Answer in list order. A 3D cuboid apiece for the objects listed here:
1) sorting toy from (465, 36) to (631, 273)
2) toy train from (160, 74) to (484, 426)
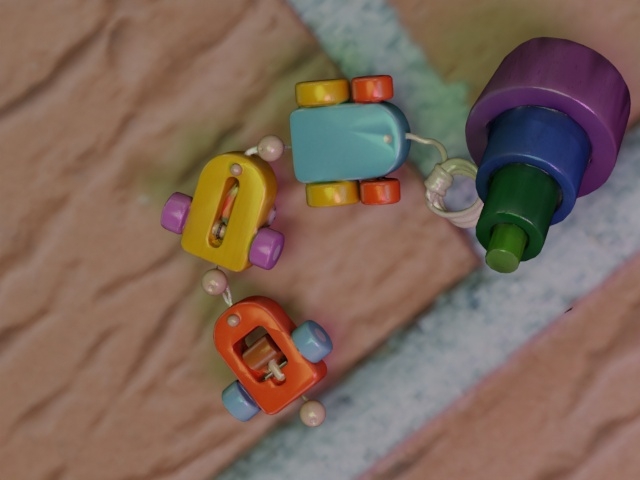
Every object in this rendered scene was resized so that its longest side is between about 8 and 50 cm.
[{"bbox_3d":[0.226,0.007,0.671,0.365,0.126,0.127,11,138,15],"label":"sorting toy"},{"bbox_3d":[0.000,0.000,0.804,0.166,0.046,0.125,-45,84,18],"label":"toy train"}]
